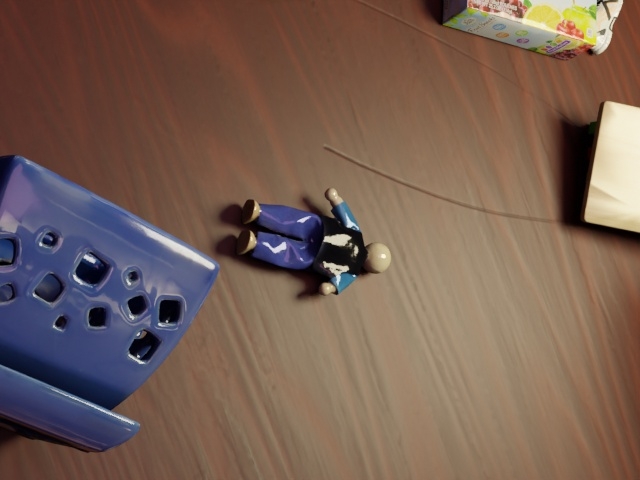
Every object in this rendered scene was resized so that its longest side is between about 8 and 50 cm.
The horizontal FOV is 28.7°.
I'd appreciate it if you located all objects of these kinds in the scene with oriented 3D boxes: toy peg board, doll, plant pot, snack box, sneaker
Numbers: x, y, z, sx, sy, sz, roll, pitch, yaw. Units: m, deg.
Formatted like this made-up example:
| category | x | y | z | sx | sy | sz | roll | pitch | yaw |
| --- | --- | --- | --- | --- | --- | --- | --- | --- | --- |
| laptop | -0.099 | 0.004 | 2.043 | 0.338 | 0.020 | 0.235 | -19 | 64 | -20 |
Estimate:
| category | x | y | z | sx | sy | sz | roll | pitch | yaw |
| --- | --- | --- | --- | --- | --- | --- | --- | --- | --- |
| toy peg board | 0.424 | -0.089 | 1.679 | 0.161 | 0.079 | 0.160 | 11 | 88 | -11 |
| doll | 0.000 | 0.000 | 1.457 | 0.189 | 0.046 | 0.129 | 16 | 72 | -23 |
| plant pot | -0.274 | 0.069 | 1.183 | 0.236 | 0.236 | 0.212 | 29 | 72 | -32 |
| snack box | 0.267 | -0.352 | 1.668 | 0.207 | 0.070 | 0.174 | 12 | 73 | -25 |
| sneaker | 0.386 | -0.313 | 1.737 | 0.044 | 0.040 | 0.109 | 26 | 67 | -17 |
